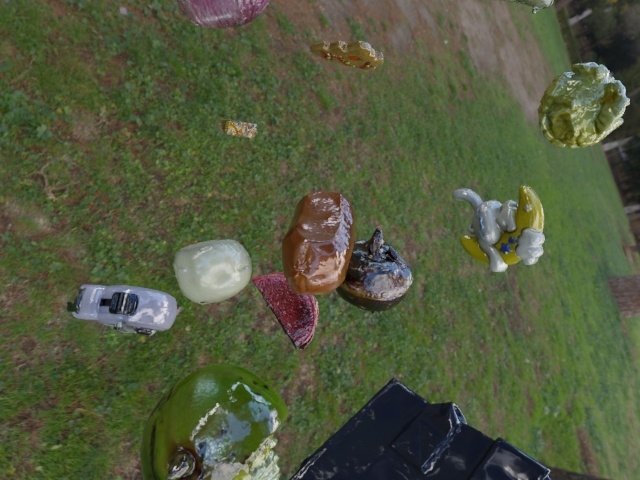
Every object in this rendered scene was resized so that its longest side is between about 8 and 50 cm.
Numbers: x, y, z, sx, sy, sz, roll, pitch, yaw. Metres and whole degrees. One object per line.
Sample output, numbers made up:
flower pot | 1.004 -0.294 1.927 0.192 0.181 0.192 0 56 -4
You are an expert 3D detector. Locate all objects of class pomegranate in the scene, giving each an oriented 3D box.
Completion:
pomegranate | -0.184 0.355 0.739 0.261 0.340 0.260 1 83 -5

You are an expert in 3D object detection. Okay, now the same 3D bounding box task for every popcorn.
popcorn | 0.453 -0.231 0.700 0.142 0.135 0.162 29 39 -9

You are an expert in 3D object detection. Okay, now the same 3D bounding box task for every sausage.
sausage | 0.000 0.002 0.721 0.133 0.133 0.258 50 26 -22

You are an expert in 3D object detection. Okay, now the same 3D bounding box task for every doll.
doll | 0.479 -0.038 1.089 0.111 0.237 0.251 -6 87 -35

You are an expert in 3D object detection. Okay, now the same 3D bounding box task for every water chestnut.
water chestnut | 0.175 0.095 1.397 0.300 0.300 0.299 22 59 -42

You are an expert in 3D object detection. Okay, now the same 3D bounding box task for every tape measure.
tape measure | -0.426 0.163 0.908 0.196 0.179 0.105 40 51 -58

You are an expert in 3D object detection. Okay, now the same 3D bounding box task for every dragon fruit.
dragon fruit | -0.079 0.197 1.234 0.163 0.189 0.261 -27 87 -53

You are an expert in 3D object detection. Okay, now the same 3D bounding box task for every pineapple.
pineapple | -0.101 -0.142 0.503 0.045 0.083 0.019 8 107 -19

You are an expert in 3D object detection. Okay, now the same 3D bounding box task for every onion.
onion | -0.259 -0.699 0.999 0.348 0.268 0.159 83 -7 -53

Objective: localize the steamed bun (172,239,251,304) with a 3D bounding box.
steamed bun | -0.161 0.049 0.614 0.113 0.130 0.090 -15 85 -15

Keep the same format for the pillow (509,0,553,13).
pillow | 0.359 -0.558 0.673 0.185 0.302 0.074 8 42 1

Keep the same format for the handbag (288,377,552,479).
handbag | 0.137 0.289 0.369 0.269 0.326 0.118 -35 127 -27

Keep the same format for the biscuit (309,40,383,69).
biscuit | 0.079 -0.575 1.245 0.212 0.239 0.041 -34 135 -73
